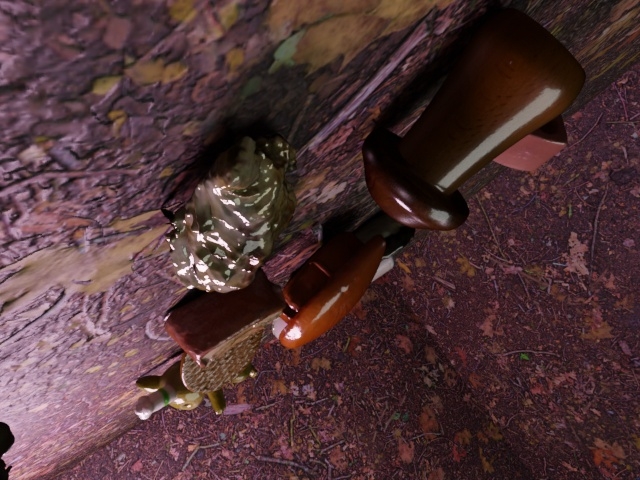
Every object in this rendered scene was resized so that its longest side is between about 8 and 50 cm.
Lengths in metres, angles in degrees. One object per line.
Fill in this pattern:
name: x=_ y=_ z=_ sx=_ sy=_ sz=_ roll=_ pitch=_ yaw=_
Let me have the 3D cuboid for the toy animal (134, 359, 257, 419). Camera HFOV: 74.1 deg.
toy animal: x=-0.372 y=0.419 z=1.244 sx=0.181 sy=0.181 sz=0.363 roll=0 pitch=-157 yaw=46

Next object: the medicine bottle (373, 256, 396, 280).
medicine bottle: x=0.125 y=0.104 z=1.516 sx=0.258 sy=0.143 sz=0.143 roll=-33 pitch=169 yaw=-14

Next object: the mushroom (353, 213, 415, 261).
mushroom: x=0.131 y=0.033 z=1.322 sx=0.344 sy=0.130 sz=0.247 roll=-40 pitch=-176 yaw=28

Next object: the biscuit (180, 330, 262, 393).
biscuit: x=-0.264 y=0.293 z=1.148 sx=0.262 sy=0.037 sz=0.262 roll=-30 pitch=133 yaw=-38

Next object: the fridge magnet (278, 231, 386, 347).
fridge magnet: x=0.023 y=0.115 z=1.055 sx=0.363 sy=0.155 sz=0.363 roll=-46 pitch=171 yaw=-9

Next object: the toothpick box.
toothpick box: x=0.193 y=-0.150 z=0.593 sx=0.294 sy=0.192 sz=0.192 roll=-48 pitch=164 yaw=26

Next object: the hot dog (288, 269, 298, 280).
hot dog: x=-0.026 y=0.088 z=1.241 sx=0.140 sy=0.060 sz=0.090 roll=-45 pitch=163 yaw=12

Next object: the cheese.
cheese: x=0.402 y=-0.230 z=0.856 sx=0.202 sy=0.177 sz=0.128 roll=-31 pitch=168 yaw=-18

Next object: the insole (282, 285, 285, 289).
insole: x=-0.135 y=0.173 z=1.395 sx=0.193 sy=0.006 sz=0.065 roll=-38 pitch=168 yaw=10

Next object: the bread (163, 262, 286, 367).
bread: x=-0.187 y=0.152 z=0.868 sx=0.244 sy=0.123 sz=0.190 roll=-33 pitch=167 yaw=-16

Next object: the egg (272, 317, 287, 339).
egg: x=-0.087 y=0.309 z=1.651 sx=0.217 sy=0.183 sz=0.183 roll=-31 pitch=168 yaw=-3

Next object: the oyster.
oyster: x=-0.094 y=-0.006 z=0.537 sx=0.201 sy=0.107 sz=0.354 roll=-37 pitch=169 yaw=-10

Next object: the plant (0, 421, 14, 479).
plant: x=-0.504 y=0.308 z=0.565 sx=0.142 sy=0.131 sz=0.203 roll=-18 pitch=158 yaw=-47

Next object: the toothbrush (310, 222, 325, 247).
toothbrush: x=0.000 y=0.000 z=1.037 sx=0.024 sy=0.021 sz=0.288 roll=-29 pitch=168 yaw=-2
